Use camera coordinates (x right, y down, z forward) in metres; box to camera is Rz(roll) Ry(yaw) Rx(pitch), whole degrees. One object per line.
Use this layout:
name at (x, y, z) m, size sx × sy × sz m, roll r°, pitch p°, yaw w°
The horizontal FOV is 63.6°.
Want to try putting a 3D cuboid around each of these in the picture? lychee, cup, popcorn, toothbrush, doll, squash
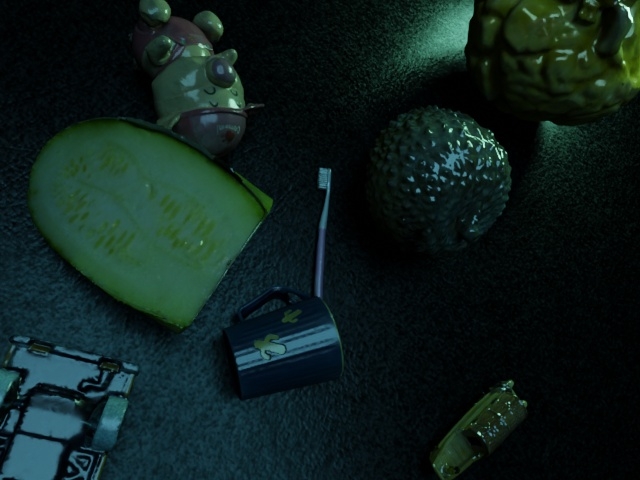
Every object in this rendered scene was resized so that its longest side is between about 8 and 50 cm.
lychee at (0.198, -0.102, 0.911) m, size 0.255 × 0.256 × 0.274 m, roll -15°, pitch 47°, yaw -24°
cup at (-0.068, 0.152, 0.793) m, size 0.155 × 0.131 × 0.177 m, roll -14°, pitch 49°, yaw -20°
popcorn at (0.481, -0.425, 1.071) m, size 0.390 × 0.353 × 0.345 m, roll 56°, pitch 29°, yaw -43°
toothbrush at (0.000, 0.000, 0.914) m, size 0.025 × 0.020 × 0.287 m, roll 7°, pitch 70°, yaw -9°
doll at (-0.203, -0.260, 0.848) m, size 0.196 × 0.152 × 0.256 m, roll -20°, pitch 82°, yaw -23°
squash at (-0.262, -0.054, 0.725) m, size 0.308 × 0.210 × 0.234 m, roll 37°, pitch 82°, yaw -13°

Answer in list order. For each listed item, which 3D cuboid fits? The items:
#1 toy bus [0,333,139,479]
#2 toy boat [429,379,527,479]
toy bus at (-0.338, 0.295, 0.598) m, size 0.161 × 0.194 × 0.324 m, roll 19°, pitch 64°, yaw -14°
toy boat at (0.272, 0.321, 0.874) m, size 0.225 × 0.088 × 0.068 m, roll -31°, pitch 86°, yaw -27°
